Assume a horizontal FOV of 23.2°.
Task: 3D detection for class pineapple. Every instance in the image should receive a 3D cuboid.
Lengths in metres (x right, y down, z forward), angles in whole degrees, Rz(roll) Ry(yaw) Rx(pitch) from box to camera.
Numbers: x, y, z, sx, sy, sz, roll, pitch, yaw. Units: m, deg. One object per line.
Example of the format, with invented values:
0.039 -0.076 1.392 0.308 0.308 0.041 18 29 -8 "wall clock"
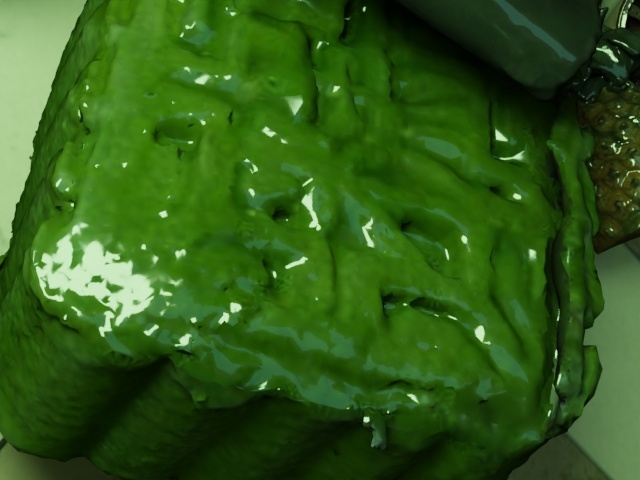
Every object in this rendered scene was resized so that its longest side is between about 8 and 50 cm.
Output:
0.216 -0.118 1.211 0.125 0.125 0.251 -7 77 -32 "pineapple"

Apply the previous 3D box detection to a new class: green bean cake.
-0.018 -0.009 0.919 0.319 0.218 0.335 15 52 -17 "green bean cake"

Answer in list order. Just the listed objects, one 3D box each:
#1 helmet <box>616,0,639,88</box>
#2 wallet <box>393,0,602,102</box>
0.288 -0.161 1.289 0.089 0.057 0.111 -6 86 4 "helmet"
-0.013 -0.248 0.891 0.406 0.062 0.228 34 30 -14 "wallet"
